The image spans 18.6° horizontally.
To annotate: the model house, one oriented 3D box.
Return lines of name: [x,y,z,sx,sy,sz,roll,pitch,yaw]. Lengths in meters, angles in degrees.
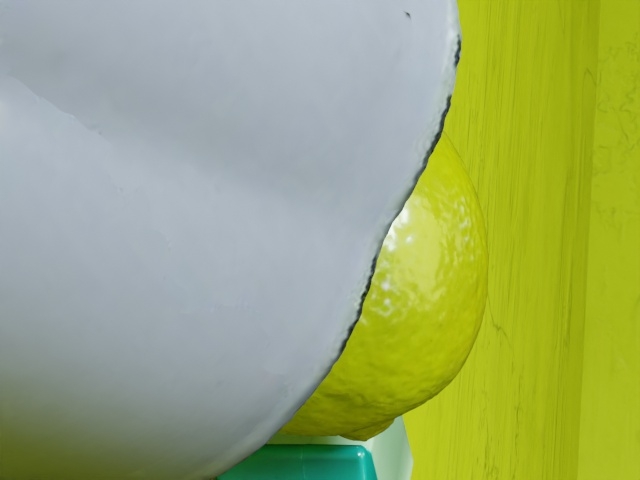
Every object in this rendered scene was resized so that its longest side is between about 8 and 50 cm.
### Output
model house: [-0.006,0.155,1.208,0.149,0.100,0.127,-79,161,-45]

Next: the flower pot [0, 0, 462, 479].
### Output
flower pot: [-0.128,-0.068,0.471,0.243,0.265,0.265,24,65,-63]

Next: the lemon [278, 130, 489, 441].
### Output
lemon: [0.000,0.000,1.081,0.184,0.184,0.248,-50,130,-68]
